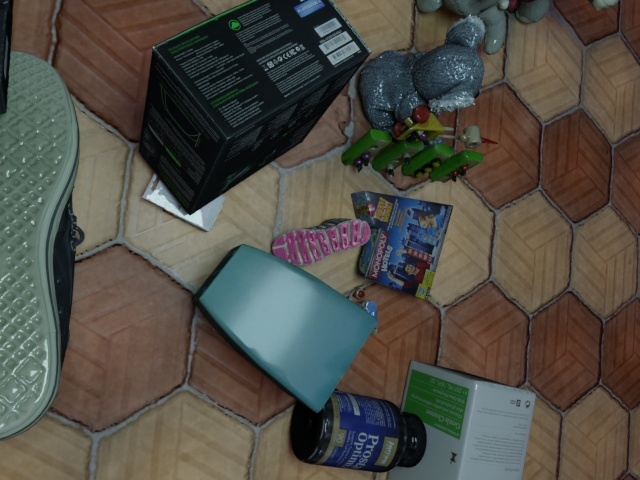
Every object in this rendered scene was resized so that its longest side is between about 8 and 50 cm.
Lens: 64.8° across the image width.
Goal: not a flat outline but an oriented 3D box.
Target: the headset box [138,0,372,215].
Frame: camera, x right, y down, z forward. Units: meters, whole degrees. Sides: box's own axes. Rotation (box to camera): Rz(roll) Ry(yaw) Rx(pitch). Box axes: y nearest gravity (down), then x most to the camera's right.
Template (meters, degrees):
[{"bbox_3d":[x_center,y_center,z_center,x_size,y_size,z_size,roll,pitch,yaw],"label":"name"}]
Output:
[{"bbox_3d":[-0.107,-0.183,0.707,0.246,0.283,0.131,-39,91,-27],"label":"headset box"}]

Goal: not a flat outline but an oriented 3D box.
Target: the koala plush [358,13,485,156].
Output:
[{"bbox_3d":[0.198,-0.275,0.892,0.204,0.221,0.196,20,81,-24],"label":"koala plush"}]

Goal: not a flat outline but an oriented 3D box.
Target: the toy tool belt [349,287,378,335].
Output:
[{"bbox_3d":[0.086,0.130,0.922,0.052,0.051,0.083,-8,92,-26],"label":"toy tool belt"}]

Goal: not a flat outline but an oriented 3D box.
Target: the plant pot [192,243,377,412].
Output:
[{"bbox_3d":[-0.072,0.119,0.794,0.234,0.166,0.165,40,73,-11],"label":"plant pot"}]

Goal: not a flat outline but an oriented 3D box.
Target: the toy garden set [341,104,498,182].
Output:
[{"bbox_3d":[0.192,-0.151,0.893,0.245,0.204,0.049,6,72,-25],"label":"toy garden set"}]

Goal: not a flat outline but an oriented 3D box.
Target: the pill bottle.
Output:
[{"bbox_3d":[0.069,0.331,0.871,0.219,0.123,0.122,18,81,-24],"label":"pill bottle"}]

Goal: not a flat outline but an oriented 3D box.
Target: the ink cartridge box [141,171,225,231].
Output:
[{"bbox_3d":[-0.216,-0.066,0.796,0.115,0.029,0.062,28,77,-21],"label":"ink cartridge box"}]

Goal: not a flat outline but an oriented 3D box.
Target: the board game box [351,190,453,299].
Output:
[{"bbox_3d":[0.136,-0.009,0.946,0.194,0.060,0.194,22,80,-22],"label":"board game box"}]

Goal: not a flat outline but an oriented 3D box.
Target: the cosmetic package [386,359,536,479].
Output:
[{"bbox_3d":[0.238,0.425,0.911,0.155,0.197,0.365,18,80,-24],"label":"cosmetic package"}]

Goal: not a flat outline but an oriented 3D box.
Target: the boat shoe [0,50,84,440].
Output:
[{"bbox_3d":[-0.405,-0.009,0.641,0.187,0.156,0.499,-2,74,-23],"label":"boat shoe"}]

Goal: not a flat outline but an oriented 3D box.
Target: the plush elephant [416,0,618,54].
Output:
[{"bbox_3d":[0.346,-0.490,0.954,0.255,0.272,0.330,-46,120,1],"label":"plush elephant"}]

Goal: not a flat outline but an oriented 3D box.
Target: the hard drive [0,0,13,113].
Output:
[{"bbox_3d":[-0.547,-0.254,0.567,0.339,0.064,0.236,-2,58,-27],"label":"hard drive"}]

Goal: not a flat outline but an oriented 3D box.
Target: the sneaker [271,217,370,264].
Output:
[{"bbox_3d":[0.000,0.000,0.882,0.171,0.075,0.063,-15,96,-2],"label":"sneaker"}]
